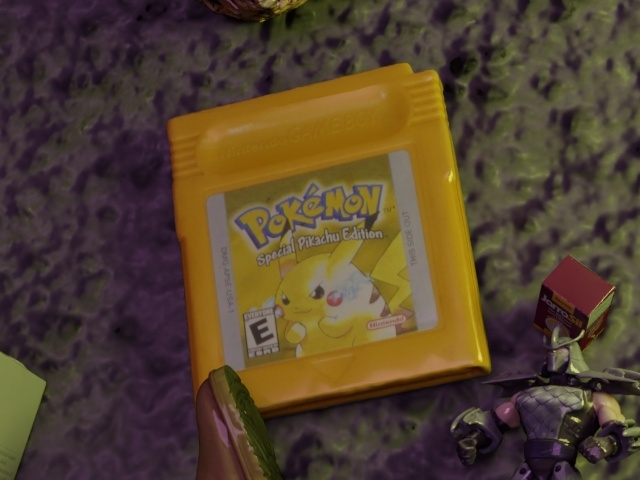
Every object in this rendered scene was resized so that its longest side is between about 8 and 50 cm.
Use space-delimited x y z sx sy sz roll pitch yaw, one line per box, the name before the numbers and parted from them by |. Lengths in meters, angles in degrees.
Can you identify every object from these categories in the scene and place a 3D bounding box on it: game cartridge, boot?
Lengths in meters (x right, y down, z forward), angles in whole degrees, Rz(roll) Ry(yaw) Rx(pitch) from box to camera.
game cartridge | 0.000 0.000 1.486 0.285 0.053 0.324 -13 69 11
boot | -0.162 0.264 1.389 0.269 0.089 0.236 -19 89 5

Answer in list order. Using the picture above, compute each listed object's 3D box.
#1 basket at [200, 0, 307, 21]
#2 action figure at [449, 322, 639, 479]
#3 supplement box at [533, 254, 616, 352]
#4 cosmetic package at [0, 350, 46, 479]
basket | -0.036 -0.374 1.611 0.213 0.223 0.299 39 81 -12
action figure | 0.196 0.207 1.336 0.185 0.099 0.285 -11 63 48
supplement box | 0.231 0.061 1.403 0.055 0.083 0.043 38 66 22
cosmetic package | -0.378 0.183 1.458 0.151 0.151 0.184 12 73 16
